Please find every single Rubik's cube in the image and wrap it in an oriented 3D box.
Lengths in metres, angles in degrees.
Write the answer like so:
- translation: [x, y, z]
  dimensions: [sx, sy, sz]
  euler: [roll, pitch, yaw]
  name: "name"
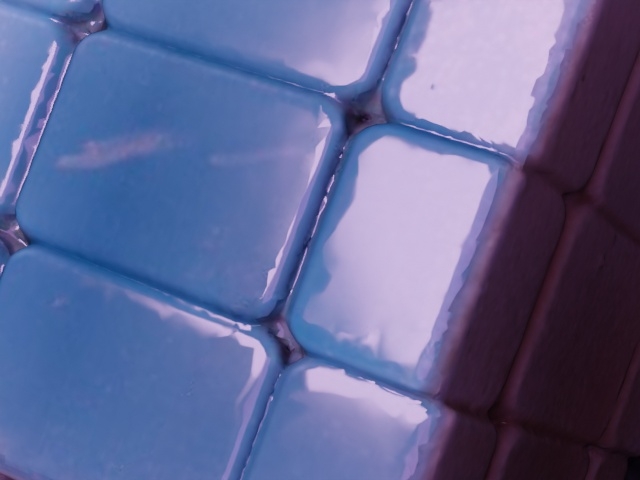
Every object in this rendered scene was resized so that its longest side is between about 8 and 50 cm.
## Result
- translation: [0.000, 0.000, 0.931]
  dimensions: [0.322, 0.319, 0.316]
  euler: [21, 88, 26]
  name: "Rubik's cube"

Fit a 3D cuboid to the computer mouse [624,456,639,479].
- translation: [0.155, 0.163, 1.072]
  dimensions: [0.183, 0.116, 0.323]
  euler: [-14, 81, 5]
  name: "computer mouse"
